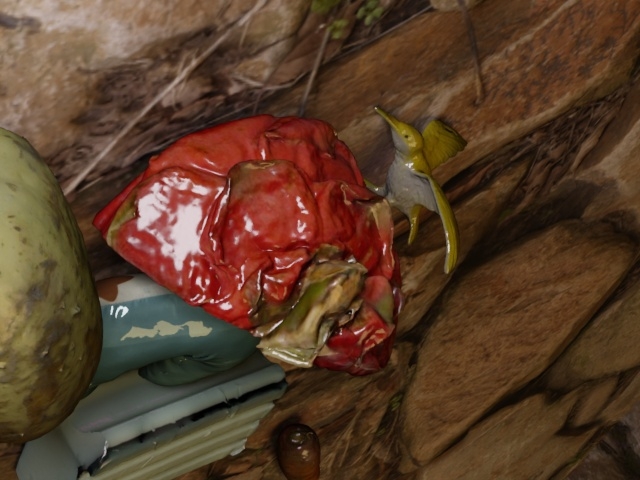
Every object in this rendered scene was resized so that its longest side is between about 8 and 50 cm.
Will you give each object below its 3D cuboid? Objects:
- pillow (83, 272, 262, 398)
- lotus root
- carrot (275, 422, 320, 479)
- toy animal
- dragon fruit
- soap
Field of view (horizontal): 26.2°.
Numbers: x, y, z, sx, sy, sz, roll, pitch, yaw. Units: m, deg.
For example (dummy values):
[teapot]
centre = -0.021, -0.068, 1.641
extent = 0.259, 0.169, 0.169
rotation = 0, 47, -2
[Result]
[pillow]
centre = -0.161, 0.094, 1.216
extent = 0.233, 0.086, 0.214
rotation = -8, 156, -33
[lotus root]
centre = -0.232, 0.043, 0.973
extent = 0.173, 0.173, 0.309
rotation = -31, 150, -18
[carrot]
centre = -0.027, 0.291, 1.799
extent = 0.060, 0.060, 0.186
rotation = -33, 156, -15
[toy animal]
centre = 0.076, -0.059, 1.327
extent = 0.095, 0.219, 0.155
rotation = -33, 123, 27
[dragon fruit]
centre = 0.000, 0.000, 1.159
extent = 0.317, 0.205, 0.152
rotation = 9, 121, -54
[soap]
centre = -0.168, 0.184, 1.392
extent = 0.261, 0.094, 0.150
rotation = -18, 153, -42
